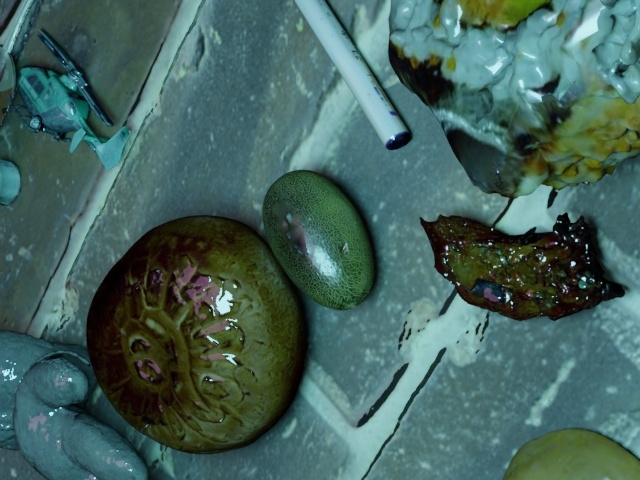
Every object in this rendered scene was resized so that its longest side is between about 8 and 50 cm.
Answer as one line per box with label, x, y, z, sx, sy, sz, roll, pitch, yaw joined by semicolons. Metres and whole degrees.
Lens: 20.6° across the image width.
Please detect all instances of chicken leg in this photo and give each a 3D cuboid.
chicken leg;0.191;0.025;1.696;0.234;0.063;0.105;1;88;42

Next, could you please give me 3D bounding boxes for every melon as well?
melon;0.000;0.000;1.840;0.099;0.099;0.162;-44;68;33

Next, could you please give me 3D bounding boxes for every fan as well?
fan;-0.405;-0.218;2.219;0.226;0.008;0.152;-63;37;14

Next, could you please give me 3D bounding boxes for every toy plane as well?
toy plane;-0.305;-0.158;2.131;0.096;0.060;0.235;-51;55;15

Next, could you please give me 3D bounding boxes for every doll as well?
doll;-0.294;0.211;2.092;0.340;0.158;0.245;23;142;32

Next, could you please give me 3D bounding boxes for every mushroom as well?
mushroom;-0.143;0.099;1.923;0.278;0.163;0.297;56;132;26

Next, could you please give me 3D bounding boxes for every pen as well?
pen;0.018;-0.205;1.858;0.033;0.033;0.269;-46;63;33

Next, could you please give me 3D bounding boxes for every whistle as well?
whistle;-0.512;-0.084;2.308;0.312;0.062;0.062;6;96;41

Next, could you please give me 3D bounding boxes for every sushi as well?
sushi;0.214;-0.250;1.570;0.417;0.176;0.417;-21;65;55

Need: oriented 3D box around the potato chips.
potato chips;0.242;0.282;1.664;0.195;0.062;0.208;-24;74;37
